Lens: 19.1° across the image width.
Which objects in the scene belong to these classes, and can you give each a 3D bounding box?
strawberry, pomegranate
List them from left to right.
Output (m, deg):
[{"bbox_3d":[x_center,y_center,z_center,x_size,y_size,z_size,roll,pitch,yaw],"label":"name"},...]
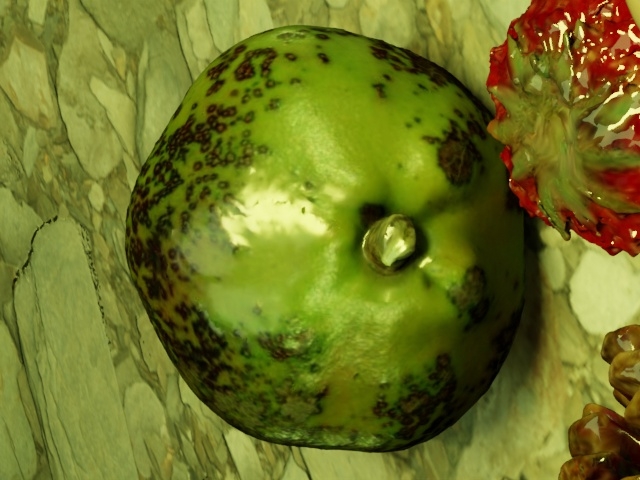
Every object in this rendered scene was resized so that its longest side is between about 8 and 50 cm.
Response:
[{"bbox_3d":[0.017,0.001,1.040,0.204,0.276,0.221,4,88,19],"label":"pomegranate"},{"bbox_3d":[0.135,-0.063,0.880,0.145,0.086,0.145,36,136,46],"label":"strawberry"}]

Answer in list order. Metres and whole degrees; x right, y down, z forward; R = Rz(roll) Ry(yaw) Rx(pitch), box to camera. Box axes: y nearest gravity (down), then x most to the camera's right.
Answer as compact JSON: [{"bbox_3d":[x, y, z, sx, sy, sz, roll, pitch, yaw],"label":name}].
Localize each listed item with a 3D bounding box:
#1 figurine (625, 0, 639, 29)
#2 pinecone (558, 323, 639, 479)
[{"bbox_3d":[0.191,-0.123,0.686,0.287,0.176,0.186,32,106,31],"label":"figurine"},{"bbox_3d":[0.190,0.105,0.783,0.208,0.208,0.207,33,131,48],"label":"pinecone"}]
